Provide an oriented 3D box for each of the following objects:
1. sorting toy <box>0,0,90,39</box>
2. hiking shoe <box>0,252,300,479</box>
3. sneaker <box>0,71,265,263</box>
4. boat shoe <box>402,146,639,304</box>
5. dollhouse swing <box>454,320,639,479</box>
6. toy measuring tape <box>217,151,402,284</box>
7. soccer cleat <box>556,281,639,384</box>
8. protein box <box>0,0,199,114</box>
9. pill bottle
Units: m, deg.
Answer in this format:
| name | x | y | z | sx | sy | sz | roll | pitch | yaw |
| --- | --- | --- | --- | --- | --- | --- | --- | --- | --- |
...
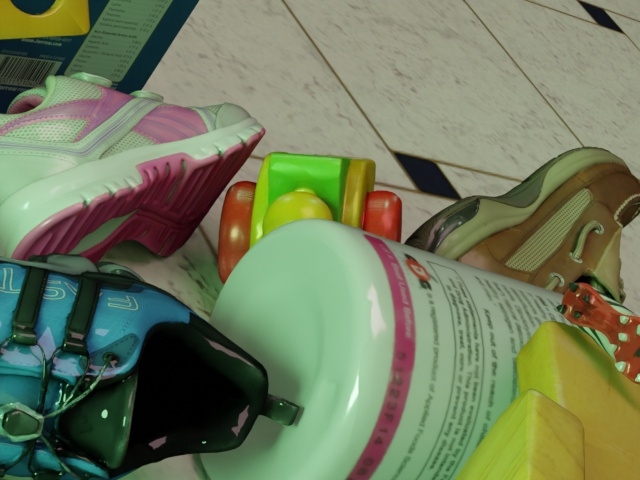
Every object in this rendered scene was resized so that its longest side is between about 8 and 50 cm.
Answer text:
| name | x | y | z | sx | sy | sz | roll | pitch | yaw |
| --- | --- | --- | --- | --- | --- | --- | --- | --- | --- |
| sorting toy | -0.285 | -0.135 | 0.898 | 0.348 | 0.196 | 0.047 | 7 | 0 | -34 |
| hiking shoe | -0.145 | 0.055 | 0.774 | 0.132 | 0.113 | 0.304 | 17 | 13 | 35 |
| sneaker | -0.126 | -0.054 | 1.037 | 0.111 | 0.103 | 0.252 | 45 | 26 | 13 |
| boat shoe | 0.155 | 0.026 | 1.251 | 0.120 | 0.122 | 0.324 | 49 | 36 | 13 |
| dollhouse swing | 0.157 | 0.250 | 0.782 | 0.347 | 0.315 | 0.305 | 34 | 1 | -6 |
| toy measuring tape | 0.000 | 0.000 | 1.133 | 0.121 | 0.121 | 0.330 | 38 | 5 | 3 |
| soccer cleat | 0.151 | 0.047 | 0.855 | 0.035 | 0.029 | 0.083 | 19 | 15 | -41 |
| protein box | -0.181 | -0.196 | 1.090 | 0.200 | 0.201 | 0.136 | 2 | 42 | -50 |
| pill bottle | 0.085 | 0.097 | 0.977 | 0.283 | 0.160 | 0.160 | 17 | 32 | -34 |
